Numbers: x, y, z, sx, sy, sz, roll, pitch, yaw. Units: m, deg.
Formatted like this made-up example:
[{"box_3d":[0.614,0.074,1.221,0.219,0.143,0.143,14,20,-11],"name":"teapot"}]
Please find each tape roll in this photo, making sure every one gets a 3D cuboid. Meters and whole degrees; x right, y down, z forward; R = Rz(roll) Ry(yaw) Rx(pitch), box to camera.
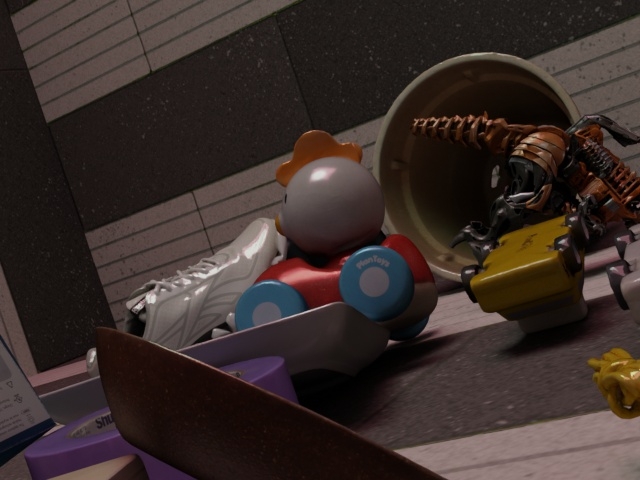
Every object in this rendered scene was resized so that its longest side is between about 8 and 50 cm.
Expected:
[{"box_3d":[-0.102,0.149,0.679,0.189,0.080,0.189,-19,0,0],"name":"tape roll"}]

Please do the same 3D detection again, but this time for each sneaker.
[{"box_3d":[-0.149,0.075,1.132,0.292,0.118,0.110,-51,20,-18],"name":"sneaker"}]

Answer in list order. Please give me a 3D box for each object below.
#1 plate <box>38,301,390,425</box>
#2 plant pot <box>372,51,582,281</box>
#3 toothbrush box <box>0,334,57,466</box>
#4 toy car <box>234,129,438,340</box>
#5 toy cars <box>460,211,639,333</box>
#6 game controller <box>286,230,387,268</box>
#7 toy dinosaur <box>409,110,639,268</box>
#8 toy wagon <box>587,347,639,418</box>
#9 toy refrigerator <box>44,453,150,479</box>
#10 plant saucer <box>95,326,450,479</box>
[{"box_3d":[-0.079,0.130,0.896,0.277,0.045,0.278,-19,-14,8],"name":"plate"},{"box_3d":[0.298,-0.101,1.535,0.333,0.334,0.305,-18,-10,29],"name":"plant pot"},{"box_3d":[-0.372,0.179,0.682,0.295,0.126,0.216,-35,-6,24],"name":"toothbrush box"},{"box_3d":[0.000,0.000,1.061,0.210,0.238,0.219,-18,-15,8],"name":"toy car"},{"box_3d":[0.236,0.034,0.799,0.176,0.087,0.393,-24,6,-18],"name":"toy cars"},{"box_3d":[0.035,0.046,1.332,0.067,0.166,0.319,-43,-10,23],"name":"game controller"},{"box_3d":[0.266,-0.064,1.185,0.322,0.218,0.164,33,16,33],"name":"toy dinosaur"},{"box_3d":[0.293,0.016,0.446,0.344,0.068,0.267,-26,-1,2],"name":"toy wagon"},{"box_3d":[-0.182,0.170,0.353,0.269,0.102,0.094,-19,1,12],"name":"toy refrigerator"},{"box_3d":[-0.007,0.094,0.385,0.036,0.198,0.198,-63,14,-14],"name":"plant saucer"}]
